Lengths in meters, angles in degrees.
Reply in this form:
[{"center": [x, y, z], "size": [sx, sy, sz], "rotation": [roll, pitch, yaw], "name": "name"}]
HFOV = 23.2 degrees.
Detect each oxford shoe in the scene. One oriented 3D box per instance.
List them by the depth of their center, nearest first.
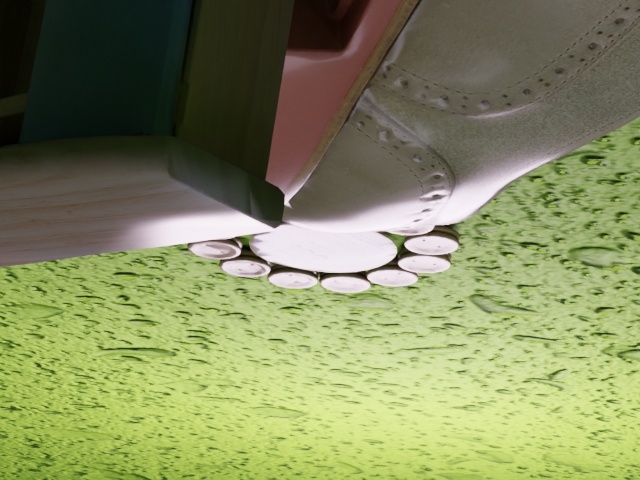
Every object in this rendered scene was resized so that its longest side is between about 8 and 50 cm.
[{"center": [0.082, -0.125, 0.468], "size": [0.146, 0.141, 0.397], "rotation": [12, 150, -26], "name": "oxford shoe"}]

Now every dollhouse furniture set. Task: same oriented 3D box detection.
[{"center": [-0.179, -0.133, 0.401], "size": [0.286, 0.198, 0.303], "rotation": [-7, 157, 40], "name": "dollhouse furniture set"}]

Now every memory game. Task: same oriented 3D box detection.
[{"center": [0.000, 0.000, 1.034], "size": [0.186, 0.012, 0.186], "rotation": [3, 159, 1], "name": "memory game"}]
